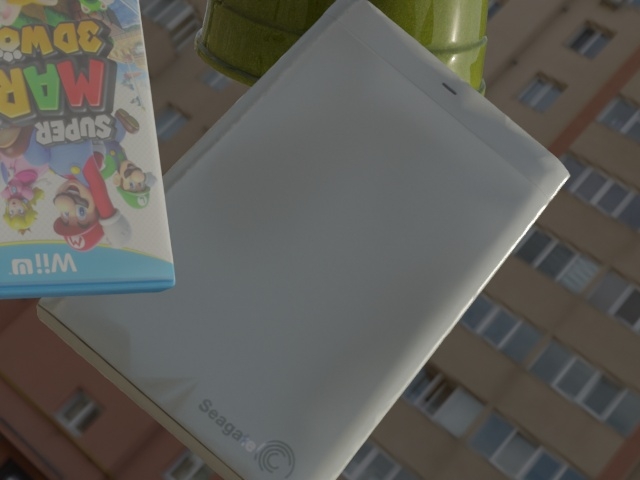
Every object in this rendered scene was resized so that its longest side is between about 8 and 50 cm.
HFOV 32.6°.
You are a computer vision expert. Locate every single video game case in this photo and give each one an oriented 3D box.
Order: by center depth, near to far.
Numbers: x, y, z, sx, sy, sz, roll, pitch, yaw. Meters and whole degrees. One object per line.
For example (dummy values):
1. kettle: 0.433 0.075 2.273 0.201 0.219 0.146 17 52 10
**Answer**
1. video game case: -0.122 -0.060 0.439 0.015 0.119 0.166 -21 -106 50

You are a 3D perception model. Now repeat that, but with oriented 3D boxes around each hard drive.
1. hard drive: 0.000 0.000 0.709 0.203 0.307 0.040 40 -24 3

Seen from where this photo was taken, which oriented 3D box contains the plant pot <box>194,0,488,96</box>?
1. plant pot: 0.052 -0.377 1.294 0.366 0.366 0.353 30 -59 37
